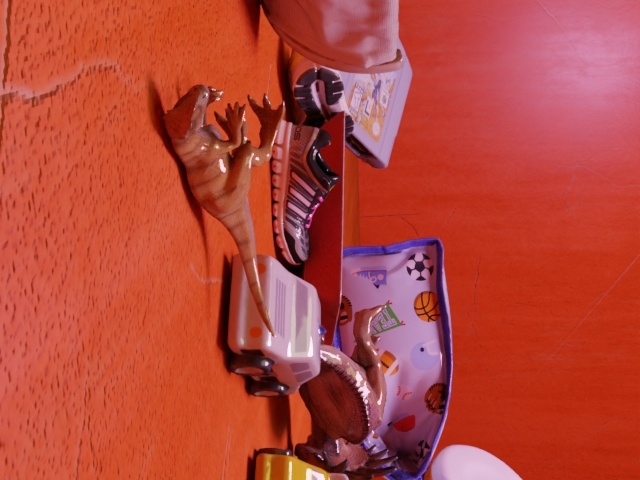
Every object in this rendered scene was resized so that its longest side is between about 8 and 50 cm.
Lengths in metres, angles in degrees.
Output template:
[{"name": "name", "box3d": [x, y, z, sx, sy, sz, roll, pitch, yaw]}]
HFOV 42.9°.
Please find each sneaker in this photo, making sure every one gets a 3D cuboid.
[{"name": "sneaker", "box3d": [-0.004, -0.196, 1.062, 0.208, 0.082, 0.094, 92, -14, -67]}, {"name": "sneaker", "box3d": [-0.014, -0.053, 0.925, 0.063, 0.075, 0.170, -72, 161, -74]}]

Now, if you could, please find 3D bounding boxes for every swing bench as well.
[{"name": "swing bench", "box3d": [0.003, -0.320, 0.734, 0.253, 0.165, 0.254, 73, 22, -73]}]

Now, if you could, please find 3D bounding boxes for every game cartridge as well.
[{"name": "game cartridge", "box3d": [0.064, -0.251, 1.269, 0.297, 0.062, 0.198, 30, 77, -62]}]

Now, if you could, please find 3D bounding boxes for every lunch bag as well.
[{"name": "lunch bag", "box3d": [0.114, 0.218, 1.423, 0.328, 0.239, 0.385, 69, 14, -80]}]

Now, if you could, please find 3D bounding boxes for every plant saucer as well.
[{"name": "plant saucer", "box3d": [0.000, 0.000, 1.085, 0.258, 0.048, 0.259, 97, -4, -67]}]

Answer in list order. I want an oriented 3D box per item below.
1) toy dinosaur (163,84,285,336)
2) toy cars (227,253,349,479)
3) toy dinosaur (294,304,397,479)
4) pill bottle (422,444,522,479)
[{"name": "toy dinosaur", "box3d": [-0.065, -0.038, 0.567, 0.211, 0.064, 0.112, 68, 38, -50]}, {"name": "toy cars", "box3d": [-0.021, 0.173, 0.769, 0.176, 0.087, 0.393, -81, 168, -63]}, {"name": "toy dinosaur", "box3d": [0.029, 0.194, 0.944, 0.295, 0.127, 0.200, 96, -11, -69]}, {"name": "pill bottle", "box3d": [0.186, 0.558, 1.390, 0.392, 0.224, 0.224, -56, -171, 22]}]
